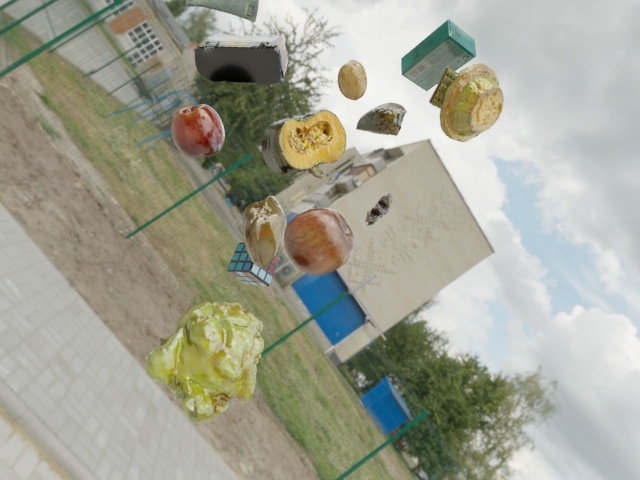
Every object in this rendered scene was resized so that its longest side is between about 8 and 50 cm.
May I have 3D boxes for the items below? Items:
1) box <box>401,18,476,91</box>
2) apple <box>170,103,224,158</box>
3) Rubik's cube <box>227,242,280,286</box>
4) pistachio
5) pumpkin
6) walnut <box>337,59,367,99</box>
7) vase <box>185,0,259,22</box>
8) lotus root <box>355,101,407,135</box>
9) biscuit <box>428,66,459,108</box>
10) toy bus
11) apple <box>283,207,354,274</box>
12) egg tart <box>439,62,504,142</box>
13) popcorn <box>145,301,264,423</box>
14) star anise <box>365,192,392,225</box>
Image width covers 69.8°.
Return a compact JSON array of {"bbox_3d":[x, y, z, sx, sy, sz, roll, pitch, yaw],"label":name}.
[{"bbox_3d":[0.442,-0.693,1.736,0.153,0.245,0.092,21,60,-32],"label":"box"},{"bbox_3d":[-0.509,-0.451,1.906,0.218,0.218,0.201,-131,-156,-54],"label":"apple"},{"bbox_3d":[-0.316,0.113,2.181,0.162,0.160,0.163,0,-30,35],"label":"Rubik's cube"},{"bbox_3d":[-0.200,-0.028,1.653,0.163,0.212,0.260,22,-43,15],"label":"pistachio"},{"bbox_3d":[-0.076,-0.323,1.639,0.232,0.325,0.242,-8,-79,50],"label":"pumpkin"},{"bbox_3d":[0.145,-0.726,2.091,0.144,0.144,0.180,-132,-151,-58],"label":"walnut"},{"bbox_3d":[-0.309,-0.758,1.443,0.096,0.219,0.096,-177,-90,-73],"label":"vase"},{"bbox_3d":[0.311,-0.647,2.429,0.142,0.210,0.314,19,-5,-25],"label":"lotus root"},{"bbox_3d":[0.478,-0.524,1.645,0.231,0.139,0.016,2,31,-47],"label":"biscuit"},{"bbox_3d":[-0.331,-0.774,1.948,0.162,0.386,0.171,-73,164,-44],"label":"toy bus"},{"bbox_3d":[0.000,0.000,1.271,0.188,0.174,0.188,47,28,-36],"label":"apple"},{"bbox_3d":[0.541,-0.466,1.602,0.118,0.288,0.288,43,-12,42],"label":"egg tart"},{"bbox_3d":[-0.277,0.302,1.216,0.274,0.279,0.335,43,-10,-10],"label":"popcorn"},{"bbox_3d":[0.309,-0.164,2.345,0.073,0.212,0.197,39,-51,12],"label":"star anise"}]
